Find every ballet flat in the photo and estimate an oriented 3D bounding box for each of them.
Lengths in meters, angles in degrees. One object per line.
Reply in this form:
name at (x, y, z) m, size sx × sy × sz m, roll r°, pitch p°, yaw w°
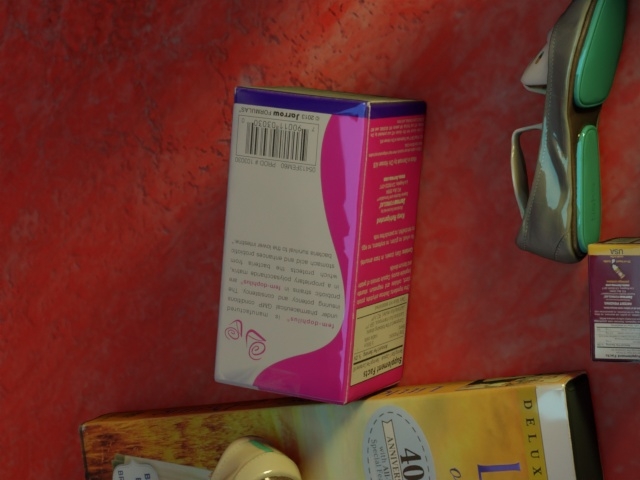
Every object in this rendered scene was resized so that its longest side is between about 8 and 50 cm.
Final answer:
ballet flat at (-0.089, 0.254, 1.374) m, size 0.086 × 0.086 × 0.248 m, roll 35°, pitch 109°, yaw 19°
ballet flat at (0.168, -0.090, 1.273) m, size 0.068 × 0.072 × 0.213 m, roll 10°, pitch 101°, yaw 30°

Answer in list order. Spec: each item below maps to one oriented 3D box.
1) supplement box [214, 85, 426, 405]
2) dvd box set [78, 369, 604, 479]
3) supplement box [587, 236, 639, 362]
supplement box at (0.000, 0.000, 1.343) m, size 0.111 × 0.114 × 0.220 m, roll 9°, pitch 98°, yaw 25°
dvd box set at (0.022, 0.269, 1.389) m, size 0.420 × 0.062 × 0.307 m, roll -7°, pitch 93°, yaw 27°
supplement box at (0.216, 0.041, 1.270) m, size 0.043 × 0.055 × 0.083 m, roll 0°, pitch 96°, yaw 26°
